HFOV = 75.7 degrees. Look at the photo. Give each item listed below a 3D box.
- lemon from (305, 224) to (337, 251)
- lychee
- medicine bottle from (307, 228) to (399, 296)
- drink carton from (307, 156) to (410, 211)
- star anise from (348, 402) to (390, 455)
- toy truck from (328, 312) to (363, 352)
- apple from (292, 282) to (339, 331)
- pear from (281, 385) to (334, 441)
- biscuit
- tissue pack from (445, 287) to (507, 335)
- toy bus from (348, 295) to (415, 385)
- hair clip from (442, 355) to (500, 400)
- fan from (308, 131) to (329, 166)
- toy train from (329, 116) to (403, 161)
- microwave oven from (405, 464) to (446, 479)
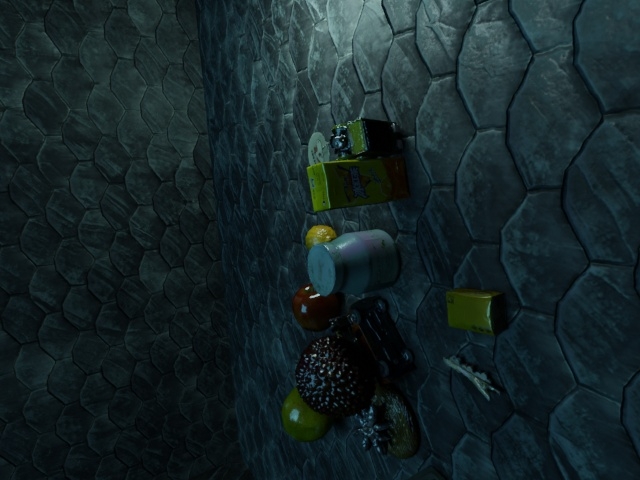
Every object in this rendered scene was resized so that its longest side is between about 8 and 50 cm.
[{"bbox_3d":[0.000,0.000,1.883,0.187,0.142,0.143,11,108,63],"label":"lemon"},{"bbox_3d":[0.054,0.523,1.585,0.329,0.305,0.307,10,108,39],"label":"lychee"},{"bbox_3d":[0.119,0.092,1.573,0.244,0.289,0.246,22,117,54],"label":"medicine bottle"},{"bbox_3d":[0.134,-0.196,1.407,0.111,0.350,0.155,-7,93,59],"label":"drink carton"},{"bbox_3d":[0.207,0.774,1.720,0.229,0.092,0.237,33,118,32],"label":"star anise"},{"bbox_3d":[0.130,0.457,1.826,0.127,0.127,0.257,107,142,-60],"label":"toy truck"},{"bbox_3d":[-0.020,0.317,1.937,0.229,0.229,0.230,23,117,54],"label":"apple"},{"bbox_3d":[-0.060,0.869,2.108,0.294,0.293,0.295,23,117,54],"label":"pear"},{"bbox_3d":[0.290,0.749,1.722,0.317,0.040,0.319,23,118,55],"label":"biscuit"},{"bbox_3d":[0.467,0.211,1.244,0.169,0.082,0.120,0,97,58],"label":"tissue pack"},{"bbox_3d":[0.225,0.393,1.630,0.330,0.142,0.153,62,154,21],"label":"toy bus"},{"bbox_3d":[0.482,0.427,1.315,0.214,0.056,0.063,39,147,58],"label":"hair clip"},{"bbox_3d":[0.019,-0.426,1.856,0.329,0.009,0.191,-29,73,57],"label":"fan"},{"bbox_3d":[0.155,-0.348,1.437,0.177,0.260,0.134,-10,91,45],"label":"toy train"},{"bbox_3d":[0.365,0.952,1.495,0.122,0.207,0.163,28,122,52],"label":"microwave oven"}]
